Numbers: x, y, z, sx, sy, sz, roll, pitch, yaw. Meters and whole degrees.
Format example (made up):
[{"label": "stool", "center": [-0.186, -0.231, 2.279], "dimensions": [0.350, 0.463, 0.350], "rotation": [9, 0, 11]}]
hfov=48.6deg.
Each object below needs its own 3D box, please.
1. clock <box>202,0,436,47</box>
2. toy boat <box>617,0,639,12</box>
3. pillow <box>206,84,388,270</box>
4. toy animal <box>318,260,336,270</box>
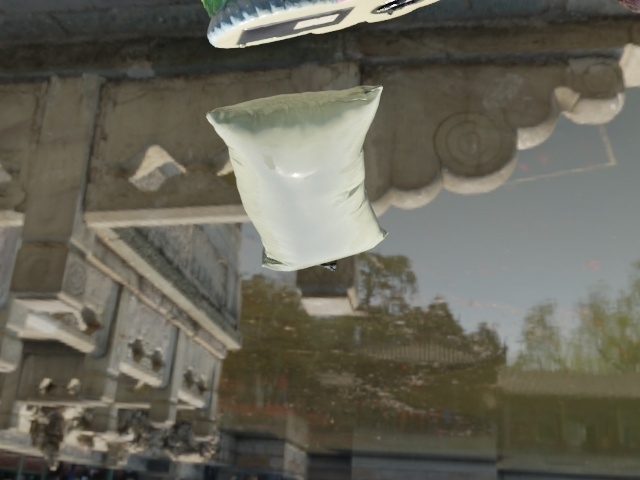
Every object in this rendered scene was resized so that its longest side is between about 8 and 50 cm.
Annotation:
[{"label": "clock", "center": [-0.012, -0.241, 0.469], "dimensions": [0.194, 0.196, 0.100], "rotation": [-14, -174, -15]}, {"label": "toy boat", "center": [0.328, -0.274, 0.609], "dimensions": [0.142, 0.309, 0.129], "rotation": [2, 138, 14]}, {"label": "pillow", "center": [-0.007, -0.054, 0.676], "dimensions": [0.144, 0.078, 0.254], "rotation": [-8, 148, 3]}, {"label": "toy animal", "center": [0.000, 0.000, 1.077], "dimensions": [0.065, 0.136, 0.047], "rotation": [11, 115, 3]}]
